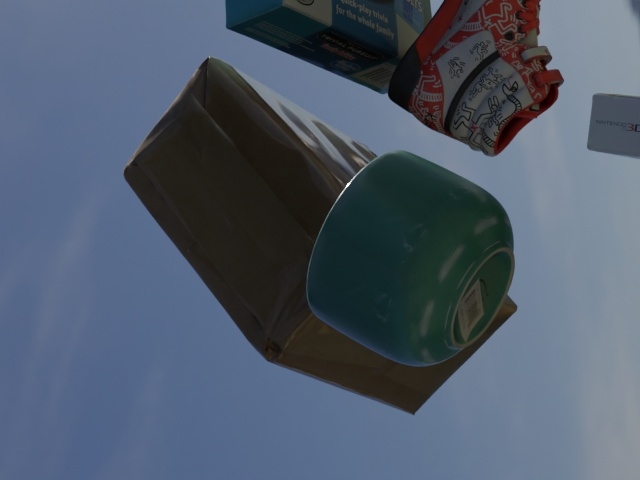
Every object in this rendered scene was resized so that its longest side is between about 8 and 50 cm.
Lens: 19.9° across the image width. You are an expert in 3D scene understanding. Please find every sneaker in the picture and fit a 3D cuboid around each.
[{"bbox_3d":[0.193,-0.214,1.783,0.270,0.145,0.090,-58,-18,11],"label":"sneaker"}]

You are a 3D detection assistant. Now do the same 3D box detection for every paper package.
[{"bbox_3d":[0.000,0.000,1.864,0.309,0.168,0.325,50,-166,32],"label":"paper package"}]

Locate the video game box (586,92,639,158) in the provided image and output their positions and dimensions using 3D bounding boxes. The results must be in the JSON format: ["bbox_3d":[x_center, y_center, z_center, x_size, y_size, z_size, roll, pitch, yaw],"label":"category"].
[{"bbox_3d":[0.317,-0.066,1.291,0.205,0.187,0.048,4,-83,-54],"label":"video game box"}]

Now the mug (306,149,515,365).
[{"bbox_3d":[0.075,0.016,1.209,0.158,0.097,0.129,-10,-56,-57],"label":"mug"}]

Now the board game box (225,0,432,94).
[{"bbox_3d":[0.004,-0.346,1.866,0.254,0.079,0.336,17,-117,-50],"label":"board game box"}]
